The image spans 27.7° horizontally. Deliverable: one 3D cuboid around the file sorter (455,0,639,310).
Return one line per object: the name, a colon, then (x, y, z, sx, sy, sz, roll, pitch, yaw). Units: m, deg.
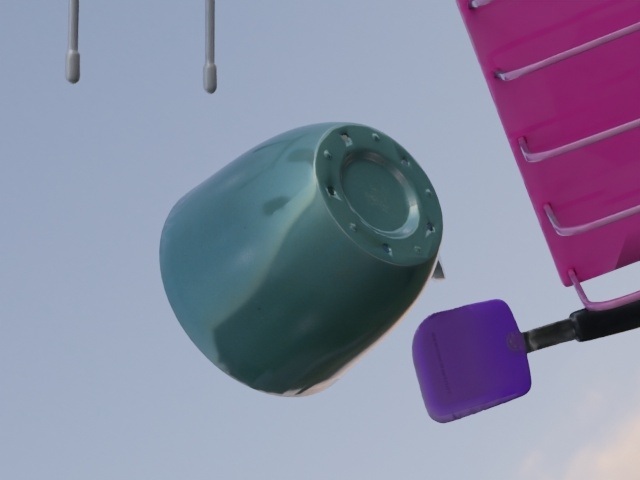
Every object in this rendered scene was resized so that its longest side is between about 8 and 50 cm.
file sorter: (0.264, -0.112, 1.114, 0.202, 0.182, 0.291, -21, -82, 7)

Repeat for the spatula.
spatula: (0.198, 0.075, 1.065, 0.296, 0.030, 0.084, -12, -97, -36)

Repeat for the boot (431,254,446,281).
boot: (0.115, 0.015, 2.046, 0.123, 0.095, 0.258, -19, -26, 11)

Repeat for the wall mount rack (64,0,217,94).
wall mount rack: (-0.242, -0.339, 1.589, 0.350, 0.304, 0.130, -2, -34, -42)

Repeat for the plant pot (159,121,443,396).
plant pot: (0.000, 0.000, 1.493, 0.293, 0.293, 0.235, -8, -23, -45)
